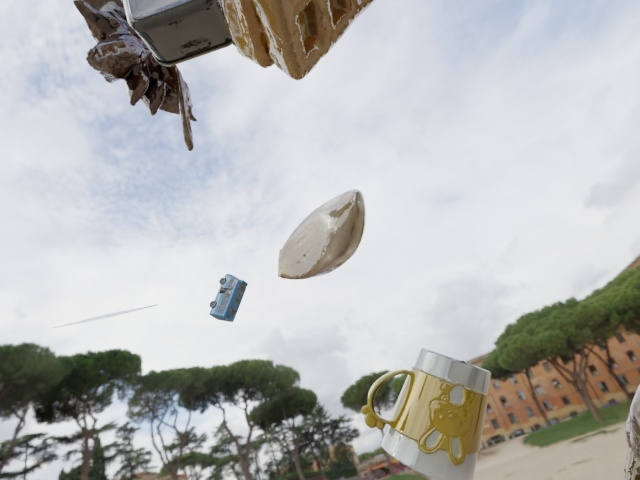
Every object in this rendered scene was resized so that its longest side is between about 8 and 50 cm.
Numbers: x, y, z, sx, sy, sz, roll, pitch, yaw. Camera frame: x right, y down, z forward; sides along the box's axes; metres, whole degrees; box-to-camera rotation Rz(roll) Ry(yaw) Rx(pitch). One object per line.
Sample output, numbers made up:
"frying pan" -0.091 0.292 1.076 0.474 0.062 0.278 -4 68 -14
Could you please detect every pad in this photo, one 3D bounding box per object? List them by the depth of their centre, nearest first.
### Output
"pad" -0.465 0.164 0.934 0.190 0.004 0.127 -12 -1 29

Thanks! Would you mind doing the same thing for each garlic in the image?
"garlic" 0.003 0.008 0.954 0.112 0.143 0.318 11 -33 -43

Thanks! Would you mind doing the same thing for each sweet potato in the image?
"sweet potato" 0.641 0.366 0.849 0.067 0.274 0.067 25 -21 10

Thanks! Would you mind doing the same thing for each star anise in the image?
"star anise" -0.354 -0.360 0.866 0.109 0.350 0.292 -30 -27 24

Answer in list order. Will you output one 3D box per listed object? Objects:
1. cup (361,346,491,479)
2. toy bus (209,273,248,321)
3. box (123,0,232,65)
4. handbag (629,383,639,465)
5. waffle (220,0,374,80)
"cup" 0.212 0.335 0.866 0.241 0.226 0.185 20 -8 3
"toy bus" -0.169 0.106 0.799 0.046 0.083 0.038 7 -25 26
"box" -0.211 -0.376 0.625 0.144 0.201 0.090 -15 -11 7
"handbag" 0.607 0.231 0.570 0.301 0.149 0.283 1 36 49
"waffle" -0.022 -0.328 0.345 0.224 0.098 0.328 -53 -24 -20
